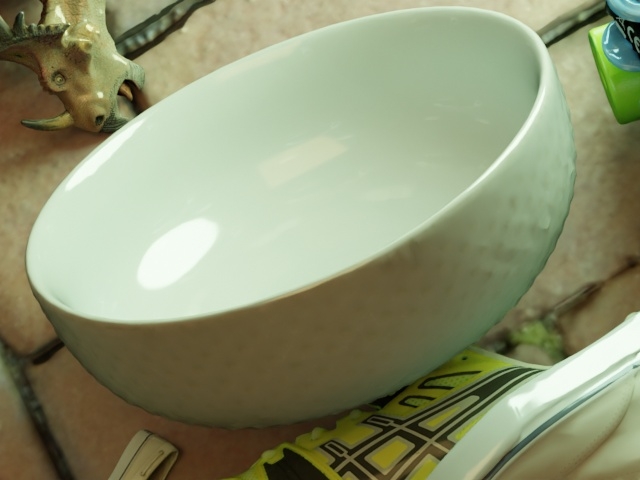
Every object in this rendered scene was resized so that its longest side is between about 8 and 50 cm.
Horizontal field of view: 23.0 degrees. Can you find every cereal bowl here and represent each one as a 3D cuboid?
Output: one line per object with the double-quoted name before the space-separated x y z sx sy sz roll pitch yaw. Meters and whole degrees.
"cereal bowl" 0.000 0.000 0.953 0.339 0.141 0.339 -18 27 10

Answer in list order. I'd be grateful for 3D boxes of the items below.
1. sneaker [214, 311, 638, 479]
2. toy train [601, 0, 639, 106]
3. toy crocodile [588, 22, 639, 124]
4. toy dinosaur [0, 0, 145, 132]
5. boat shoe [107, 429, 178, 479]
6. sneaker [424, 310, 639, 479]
"sneaker" 0.056 0.147 0.958 0.385 0.145 0.147 -9 63 -1
"toy train" 0.238 -0.106 0.920 0.105 0.080 0.184 -23 62 -5
"toy crocodile" 0.257 -0.060 0.995 0.115 0.105 0.340 -21 65 6
"toy dinosaur" -0.244 -0.218 1.141 0.296 0.127 0.200 31 88 25
"boat shoe" -0.125 0.174 1.032 0.035 0.035 0.100 22 72 21
"sneaker" 0.151 0.113 0.836 0.258 0.094 0.091 -35 63 -13
